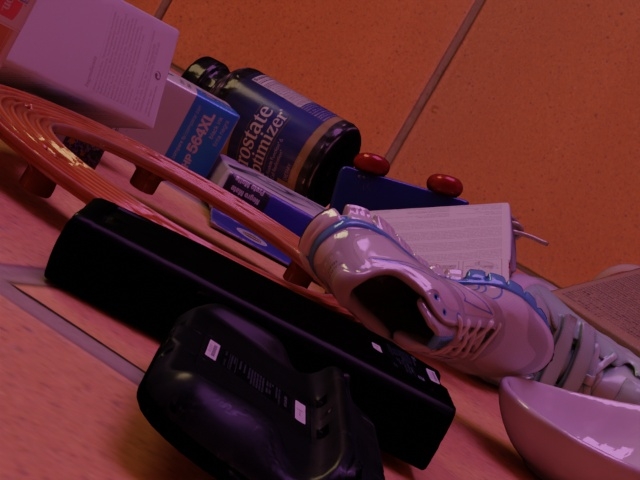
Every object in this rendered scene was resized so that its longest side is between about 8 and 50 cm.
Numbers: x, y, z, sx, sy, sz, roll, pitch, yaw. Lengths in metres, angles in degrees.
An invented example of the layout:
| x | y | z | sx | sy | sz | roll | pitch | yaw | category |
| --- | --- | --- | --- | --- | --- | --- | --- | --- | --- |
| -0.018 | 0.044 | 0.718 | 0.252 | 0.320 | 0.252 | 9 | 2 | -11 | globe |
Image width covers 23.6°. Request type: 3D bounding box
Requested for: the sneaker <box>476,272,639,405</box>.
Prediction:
| x | y | z | sx | sy | sz | roll | pitch | yaw | category |
| --- | --- | --- | --- | --- | --- | --- | --- | --- | --- |
| 0.223 | 0.105 | 1.264 | 0.151 | 0.094 | 0.256 | 26 | 0 | 31 | sneaker |

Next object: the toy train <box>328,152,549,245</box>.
| x | y | z | sx | sy | sz | roll | pitch | yaw | category |
| --- | --- | --- | --- | --- | --- | --- | --- | --- | --- |
| 0.128 | -0.016 | 1.780 | 0.248 | 0.105 | 0.143 | 16 | -7 | -4 | toy train |

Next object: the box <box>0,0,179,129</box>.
| x | y | z | sx | sy | sz | roll | pitch | yaw | category |
| --- | --- | --- | --- | --- | --- | --- | --- | --- | --- |
| -0.227 | -0.162 | 1.261 | 0.130 | 0.091 | 0.170 | 7 | -12 | 42 | box |

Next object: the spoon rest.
| x | y | z | sx | sy | sz | roll | pitch | yaw | category |
| --- | --- | --- | --- | --- | --- | --- | --- | --- | --- |
| 0.224 | 0.145 | 1.005 | 0.276 | 0.084 | 0.137 | 26 | 6 | -37 | spoon rest |

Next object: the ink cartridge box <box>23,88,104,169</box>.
| x | y | z | sx | sy | sz | roll | pitch | yaw | category |
| --- | --- | --- | --- | --- | --- | --- | --- | --- | --- |
| -0.199 | -0.082 | 1.186 | 0.063 | 0.029 | 0.115 | 26 | 5 | -24 | ink cartridge box |

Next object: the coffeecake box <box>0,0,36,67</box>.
| x | y | z | sx | sy | sz | roll | pitch | yaw | category |
| --- | --- | --- | --- | --- | --- | --- | --- | --- | --- |
| -0.271 | -0.158 | 0.908 | 0.185 | 0.142 | 0.068 | 27 | 6 | -32 | coffeecake box |

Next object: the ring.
| x | y | z | sx | sy | sz | roll | pitch | yaw | category |
| --- | --- | --- | --- | --- | --- | --- | --- | --- | --- |
| -0.091 | -0.010 | 1.039 | 0.336 | 0.032 | 0.336 | 30 | 7 | -4 | ring |

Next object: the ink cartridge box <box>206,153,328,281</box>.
| x | y | z | sx | sy | sz | roll | pitch | yaw | category |
| --- | --- | --- | --- | --- | --- | --- | --- | --- | --- |
| 0.000 | 0.000 | 1.380 | 0.223 | 0.045 | 0.224 | 29 | 6 | -11 | ink cartridge box |

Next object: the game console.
| x | y | z | sx | sy | sz | roll | pitch | yaw | category |
| --- | --- | --- | --- | --- | --- | --- | --- | --- | --- |
| -0.035 | 0.056 | 0.697 | 0.213 | 0.044 | 0.361 | 27 | 5 | -4 | game console |

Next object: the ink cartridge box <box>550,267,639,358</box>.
| x | y | z | sx | sy | sz | roll | pitch | yaw | category |
| --- | --- | --- | --- | --- | --- | --- | --- | --- | --- |
| 0.339 | 0.124 | 1.447 | 0.193 | 0.088 | 0.234 | -8 | 34 | -46 | ink cartridge box |

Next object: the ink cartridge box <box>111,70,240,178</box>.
| x | y | z | sx | sy | sz | roll | pitch | yaw | category |
| --- | --- | --- | --- | --- | --- | --- | --- | --- | --- |
| -0.190 | -0.138 | 1.460 | 0.203 | 0.086 | 0.148 | 29 | 5 | -13 | ink cartridge box |

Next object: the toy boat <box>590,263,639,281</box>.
| x | y | z | sx | sy | sz | roll | pitch | yaw | category |
| --- | --- | --- | --- | --- | --- | --- | --- | --- | --- |
| 0.424 | 0.143 | 1.950 | 0.231 | 0.151 | 0.151 | 27 | 36 | -21 | toy boat |

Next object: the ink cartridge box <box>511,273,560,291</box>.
| x | y | z | sx | sy | sz | roll | pitch | yaw | category |
| --- | --- | --- | --- | --- | --- | --- | --- | --- | --- |
| 0.304 | 0.125 | 1.704 | 0.296 | 0.066 | 0.261 | 33 | 7 | 28 | ink cartridge box |

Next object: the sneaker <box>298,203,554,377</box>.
| x | y | z | sx | sy | sz | roll | pitch | yaw | category |
| --- | --- | --- | --- | --- | --- | --- | --- | --- | --- |
| 0.073 | 0.052 | 0.959 | 0.190 | 0.071 | 0.083 | 24 | 22 | -25 | sneaker |

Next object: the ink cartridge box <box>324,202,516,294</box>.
| x | y | z | sx | sy | sz | roll | pitch | yaw | category |
| --- | --- | --- | --- | --- | --- | --- | --- | --- | --- |
| 0.082 | 0.025 | 1.216 | 0.145 | 0.045 | 0.179 | -4 | 26 | 8 | ink cartridge box |

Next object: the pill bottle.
| x | y | z | sx | sy | sz | roll | pitch | yaw | category |
| --- | --- | --- | --- | --- | --- | --- | --- | --- | --- |
| -0.070 | -0.134 | 1.858 | 0.219 | 0.123 | 0.123 | 30 | 5 | 19 | pill bottle |
